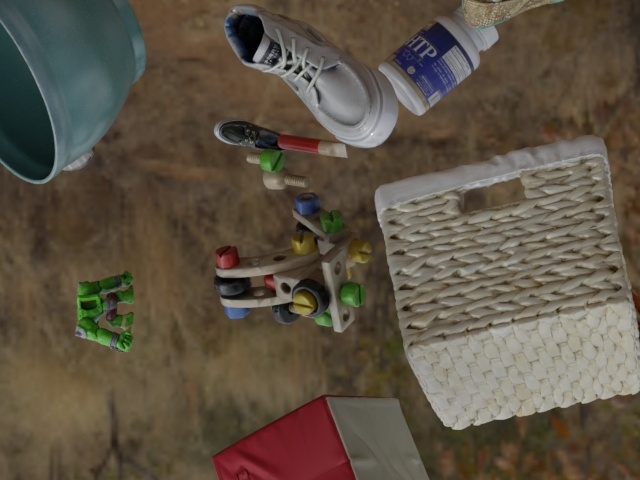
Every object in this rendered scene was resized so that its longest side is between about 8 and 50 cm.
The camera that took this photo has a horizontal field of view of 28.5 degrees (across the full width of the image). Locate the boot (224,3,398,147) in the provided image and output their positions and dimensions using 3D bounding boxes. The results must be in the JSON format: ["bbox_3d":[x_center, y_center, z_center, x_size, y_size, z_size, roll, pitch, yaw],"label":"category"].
[{"bbox_3d":[-0.022,-0.191,1.437,0.123,0.095,0.258,14,-161,-37],"label":"boot"}]

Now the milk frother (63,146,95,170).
[{"bbox_3d":[-0.431,-0.211,2.094,0.129,0.143,0.135,30,167,10],"label":"milk frother"}]

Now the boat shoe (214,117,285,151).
[{"bbox_3d":[-0.121,-0.188,2.266,0.142,0.049,0.040,9,-168,-31],"label":"boat shoe"}]

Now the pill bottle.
[{"bbox_3d":[0.200,-0.307,2.103,0.187,0.112,0.112,-41,166,-3],"label":"pill bottle"}]

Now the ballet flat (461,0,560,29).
[{"bbox_3d":[0.286,-0.351,1.712,0.206,0.073,0.067,-24,135,9],"label":"ballet flat"}]

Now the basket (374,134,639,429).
[{"bbox_3d":[0.275,0.068,1.781,0.328,0.266,0.331,-13,148,9],"label":"basket"}]

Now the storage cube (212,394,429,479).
[{"bbox_3d":[0.012,0.321,1.622,0.193,0.183,0.215,-32,156,26],"label":"storage cube"}]

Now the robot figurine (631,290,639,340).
[{"bbox_3d":[0.530,0.119,2.227,0.085,0.291,0.211,-48,145,11],"label":"robot figurine"}]

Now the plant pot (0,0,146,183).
[{"bbox_3d":[-0.355,-0.248,1.658,0.196,0.293,0.293,-34,-176,-29],"label":"plant pot"}]

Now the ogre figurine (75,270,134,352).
[{"bbox_3d":[-0.444,0.141,2.601,0.118,0.197,0.097,4,157,-12],"label":"ogre figurine"}]

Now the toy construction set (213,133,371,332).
[{"bbox_3d":[0.000,0.000,1.932,0.237,0.309,0.257,10,-172,41],"label":"toy construction set"}]
